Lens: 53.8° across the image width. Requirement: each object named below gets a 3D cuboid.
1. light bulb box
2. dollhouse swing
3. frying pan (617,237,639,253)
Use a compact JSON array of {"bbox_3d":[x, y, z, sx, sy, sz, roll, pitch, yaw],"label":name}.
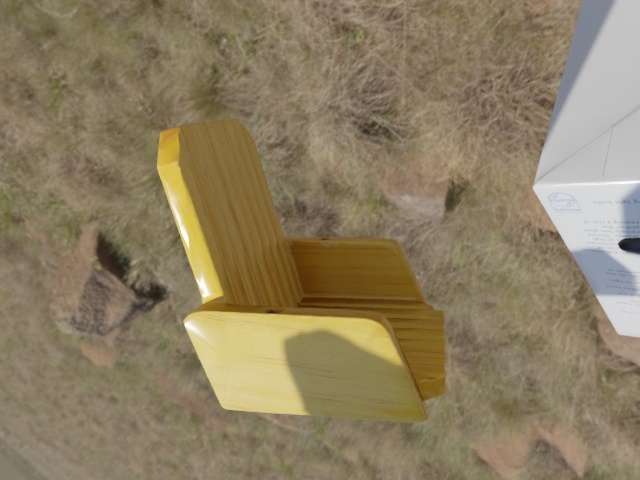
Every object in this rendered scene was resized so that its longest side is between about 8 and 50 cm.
[{"bbox_3d":[0.440,-0.108,0.719,0.225,0.358,0.361,2,151,41],"label":"light bulb box"},{"bbox_3d":[0.000,0.000,0.799,0.315,0.347,0.305,1,103,11],"label":"dollhouse swing"},{"bbox_3d":[0.301,0.021,0.300,0.326,0.053,0.197,4,175,35],"label":"frying pan"}]
